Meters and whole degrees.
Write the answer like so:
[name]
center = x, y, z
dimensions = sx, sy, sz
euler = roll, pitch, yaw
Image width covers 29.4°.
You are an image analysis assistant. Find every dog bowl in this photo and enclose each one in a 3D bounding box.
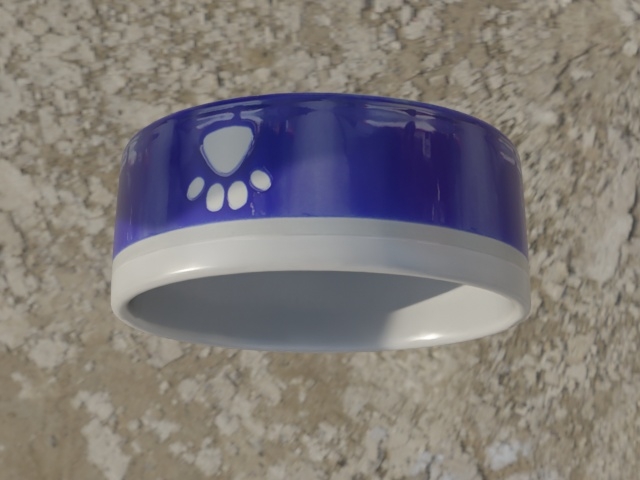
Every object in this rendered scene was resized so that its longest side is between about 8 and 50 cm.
[dog bowl]
center = 0.000, 0.000, 0.785
dimensions = 0.265, 0.265, 0.104
euler = -5, 74, 16
